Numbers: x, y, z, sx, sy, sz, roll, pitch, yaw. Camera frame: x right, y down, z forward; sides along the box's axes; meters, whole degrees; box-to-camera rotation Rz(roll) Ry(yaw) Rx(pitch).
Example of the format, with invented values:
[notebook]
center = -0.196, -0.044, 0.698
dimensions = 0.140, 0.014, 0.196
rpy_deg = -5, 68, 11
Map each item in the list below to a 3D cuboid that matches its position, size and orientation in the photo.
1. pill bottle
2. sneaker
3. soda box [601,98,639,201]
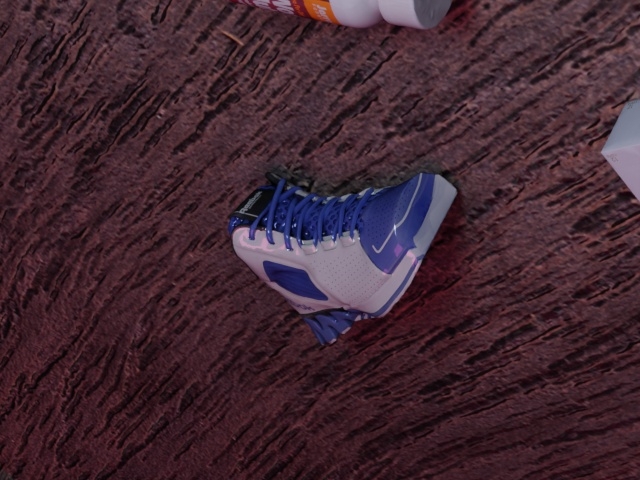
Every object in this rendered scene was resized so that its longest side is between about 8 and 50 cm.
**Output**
[pill bottle]
center = 0.004, -0.253, 1.536
dimensions = 0.221, 0.121, 0.121
rpy_deg = 15, 146, 25
[sneaker]
center = 0.000, 0.000, 1.896
dimensions = 0.182, 0.127, 0.315
rpy_deg = 34, 151, -9
[soda box]
center = 0.353, -0.093, 1.513
dimensions = 0.216, 0.069, 0.074
rpy_deg = -12, 129, 48
